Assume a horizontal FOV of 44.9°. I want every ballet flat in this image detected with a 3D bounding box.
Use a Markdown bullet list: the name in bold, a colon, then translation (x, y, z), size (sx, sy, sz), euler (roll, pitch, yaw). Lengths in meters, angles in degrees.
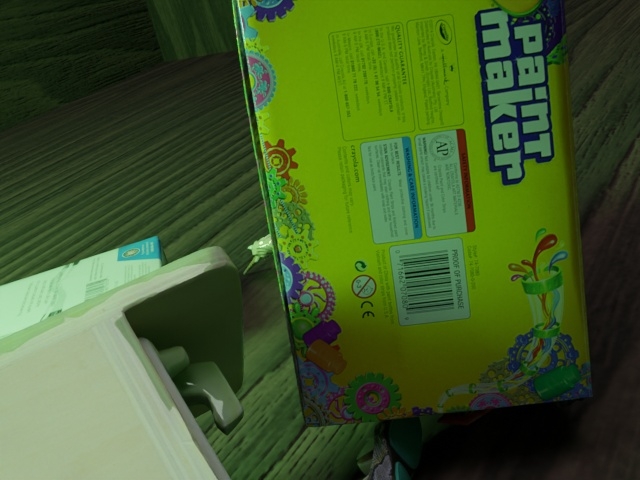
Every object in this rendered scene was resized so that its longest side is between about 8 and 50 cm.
- **ballet flat**: translation (0.039, 0.140, 0.475), size (0.041, 0.041, 0.114), euler (-10, 22, 13)

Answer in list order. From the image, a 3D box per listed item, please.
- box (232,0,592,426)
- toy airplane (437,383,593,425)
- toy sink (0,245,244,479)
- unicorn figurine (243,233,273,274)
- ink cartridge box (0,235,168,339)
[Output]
- **box**: translation (0.062, -0.069, 0.556), size (0.177, 0.290, 0.279), euler (-7, 14, 6)
- **toy airplane**: translation (0.114, 0.095, 0.544), size (0.151, 0.028, 0.151), euler (-10, 18, 3)
- **toy sink**: translation (-0.115, 0.134, 0.386), size (0.234, 0.153, 0.131), euler (-25, 58, -23)
- **unicorn figurine**: translation (0.000, 0.000, 0.802), size (0.111, 0.060, 0.162), euler (-29, 25, -32)
- **ink cartridge box**: translation (-0.232, 0.077, 0.738), size (0.190, 0.082, 0.139), euler (-19, 22, -6)
